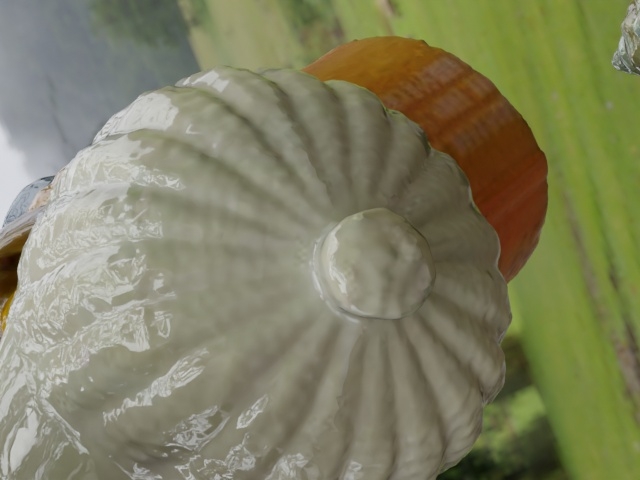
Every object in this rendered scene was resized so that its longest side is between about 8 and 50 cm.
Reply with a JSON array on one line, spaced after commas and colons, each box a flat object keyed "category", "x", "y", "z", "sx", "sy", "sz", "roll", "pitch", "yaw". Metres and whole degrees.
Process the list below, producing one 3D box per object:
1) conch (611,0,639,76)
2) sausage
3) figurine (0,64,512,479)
[{"category": "conch", "x": 0.347, "y": -0.205, "z": 1.170, "sx": 0.169, "sy": 0.386, "sz": 0.203, "roll": -9, "pitch": -103, "yaw": -47}, {"category": "sausage", "x": 0.000, "y": 0.000, "z": 1.178, "sx": 0.233, "sy": 0.287, "sz": 0.233, "roll": 20, "pitch": 126, "yaw": 31}, {"category": "figurine", "x": -0.052, "y": 0.011, "z": 0.668, "sx": 0.332, "sy": 0.185, "sz": 0.204, "roll": -131, "pitch": 55, "yaw": -63}]
